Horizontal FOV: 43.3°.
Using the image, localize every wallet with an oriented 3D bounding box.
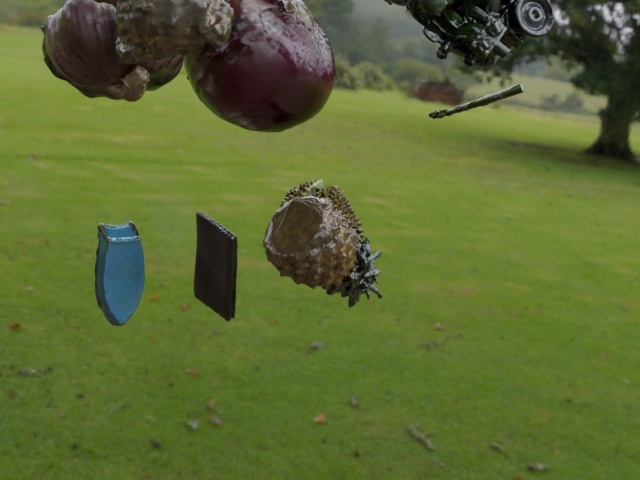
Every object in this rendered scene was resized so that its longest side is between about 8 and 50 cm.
[{"bbox_3d":[-0.232,0.059,1.779,0.124,0.244,0.025,32,45,28],"label":"wallet"}]

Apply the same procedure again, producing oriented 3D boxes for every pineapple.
[{"bbox_3d":[0.031,0.045,1.557,0.169,0.169,0.340,24,-12,39],"label":"pineapple"}]

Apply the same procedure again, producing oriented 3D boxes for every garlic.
[{"bbox_3d":[-0.336,-0.305,1.338,0.245,0.161,0.245,-7,-6,-1],"label":"garlic"}]

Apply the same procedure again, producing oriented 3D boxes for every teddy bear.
[{"bbox_3d":[-0.223,-0.390,1.053,0.246,0.296,0.222,-14,18,3],"label":"teddy bear"}]

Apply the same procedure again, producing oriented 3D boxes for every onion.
[{"bbox_3d":[-0.124,-0.349,1.632,0.336,0.282,0.260,25,40,-54],"label":"onion"}]

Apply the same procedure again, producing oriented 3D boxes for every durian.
[{"bbox_3d":[0.000,0.000,1.729,0.193,0.237,0.138,-21,31,21],"label":"durian"}]

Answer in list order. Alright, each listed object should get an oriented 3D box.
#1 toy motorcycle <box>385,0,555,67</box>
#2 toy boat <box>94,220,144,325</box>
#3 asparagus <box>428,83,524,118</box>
[{"bbox_3d":[0.240,-0.399,1.302,0.275,0.205,0.127,37,-13,-4],"label":"toy motorcycle"},{"bbox_3d":[-0.329,0.058,1.306,0.075,0.185,0.077,-8,26,-28],"label":"toy boat"},{"bbox_3d":[0.349,-0.311,1.834,0.248,0.024,0.025,-13,2,41],"label":"asparagus"}]
